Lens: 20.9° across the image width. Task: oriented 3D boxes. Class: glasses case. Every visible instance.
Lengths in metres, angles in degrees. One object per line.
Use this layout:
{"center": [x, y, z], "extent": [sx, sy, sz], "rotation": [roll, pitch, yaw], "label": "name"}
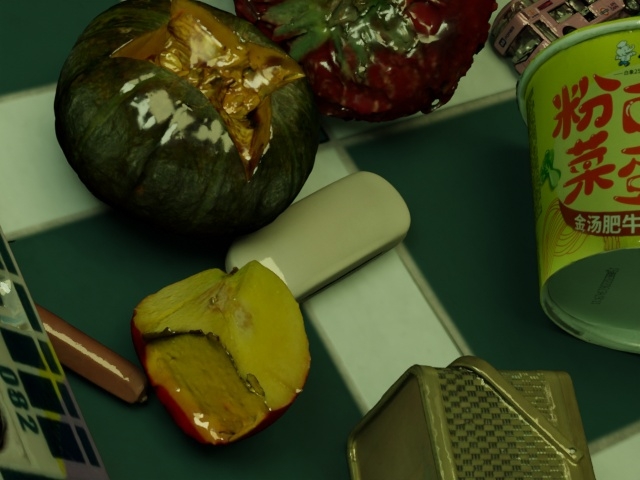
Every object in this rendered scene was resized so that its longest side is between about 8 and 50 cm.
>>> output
{"center": [0.000, 0.000, 1.560], "extent": [0.204, 0.051, 0.081], "rotation": [-28, 74, -38], "label": "glasses case"}

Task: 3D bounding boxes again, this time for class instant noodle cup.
{"center": [0.329, -0.038, 1.618], "extent": [0.311, 0.311, 0.221], "rotation": [16, 63, -18], "label": "instant noodle cup"}

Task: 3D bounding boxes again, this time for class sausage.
{"center": [-0.201, 0.088, 1.410], "extent": [0.147, 0.035, 0.030], "rotation": [31, 27, -5], "label": "sausage"}

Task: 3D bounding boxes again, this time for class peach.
{"center": [-0.075, 0.092, 1.420], "extent": [0.151, 0.118, 0.151], "rotation": [-3, 35, 2], "label": "peach"}

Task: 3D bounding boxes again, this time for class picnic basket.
{"center": [0.129, 0.237, 1.397], "extent": [0.139, 0.165, 0.266], "rotation": [4, 57, -23], "label": "picnic basket"}

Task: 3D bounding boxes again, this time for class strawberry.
{"center": [0.046, -0.254, 1.659], "extent": [0.274, 0.274, 0.220], "rotation": [41, 13, 2], "label": "strawberry"}

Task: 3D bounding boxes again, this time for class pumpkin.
{"center": [-0.117, -0.103, 1.499], "extent": [0.238, 0.159, 0.238], "rotation": [24, 35, -18], "label": "pumpkin"}

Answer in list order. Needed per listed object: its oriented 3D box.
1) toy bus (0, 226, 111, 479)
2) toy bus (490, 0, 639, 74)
{"center": [-0.308, 0.095, 1.202], "extent": [0.440, 0.209, 0.249], "rotation": [63, 10, 20], "label": "toy bus"}
{"center": [0.266, -0.239, 1.853], "extent": [0.090, 0.063, 0.203], "rotation": [47, 48, 11], "label": "toy bus"}
